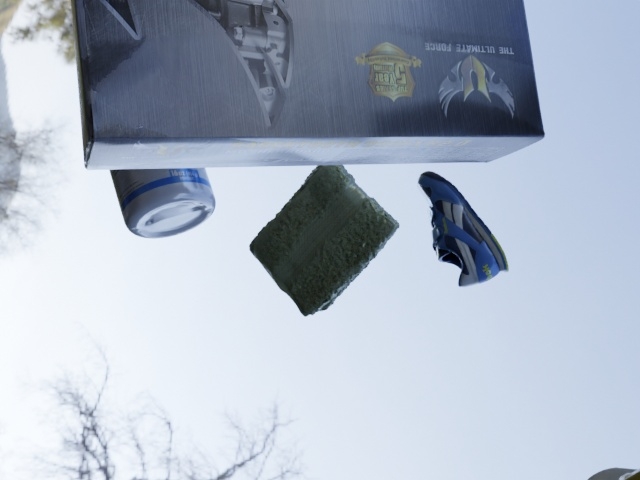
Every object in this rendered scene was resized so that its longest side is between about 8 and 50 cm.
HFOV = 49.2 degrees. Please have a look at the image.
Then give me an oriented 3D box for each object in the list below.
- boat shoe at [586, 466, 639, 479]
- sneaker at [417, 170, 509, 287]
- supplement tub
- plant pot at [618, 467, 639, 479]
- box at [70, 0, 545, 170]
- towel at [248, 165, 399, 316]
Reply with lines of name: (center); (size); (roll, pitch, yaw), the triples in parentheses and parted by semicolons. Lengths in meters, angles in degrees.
boat shoe: (0.501, 0.380, 1.077); (0.184, 0.063, 0.066); (-21, -134, 11)
sneaker: (0.137, -0.013, 0.738); (0.059, 0.053, 0.144); (-34, -118, 4)
supplement tub: (-0.126, -0.062, 0.532); (0.071, 0.071, 0.107); (-37, -114, 41)
plant pot: (0.229, 0.175, 0.433); (0.081, 0.081, 0.083); (-35, -116, 7)
box: (-0.007, -0.131, 0.354); (0.056, 0.231, 0.183); (155, -70, -66)
towel: (0.000, 0.000, 0.702); (0.110, 0.027, 0.148); (46, -62, 6)
